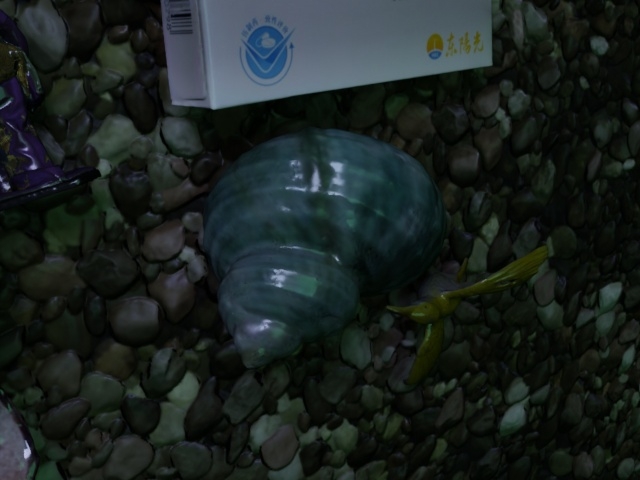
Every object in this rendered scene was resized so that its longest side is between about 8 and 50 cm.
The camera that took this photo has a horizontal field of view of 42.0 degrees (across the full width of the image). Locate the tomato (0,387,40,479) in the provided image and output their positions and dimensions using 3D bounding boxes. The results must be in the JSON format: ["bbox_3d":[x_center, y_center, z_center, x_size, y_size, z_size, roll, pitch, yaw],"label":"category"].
[{"bbox_3d":[-0.321,0.191,0.589,0.199,0.112,0.228,34,63,-19],"label":"tomato"}]

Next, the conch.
[{"bbox_3d":[0.000,0.000,0.740,0.220,0.195,0.277,90,24,-47],"label":"conch"}]

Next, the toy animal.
[{"bbox_3d":[0.109,0.059,0.866,0.155,0.095,0.219,13,124,-36],"label":"toy animal"}]

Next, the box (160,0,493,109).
[{"bbox_3d":[0.021,-0.235,0.724,0.343,0.065,0.200,-16,109,-38],"label":"box"}]

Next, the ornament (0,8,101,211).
[{"bbox_3d":[-0.246,-0.116,0.601,0.081,0.088,0.203,-25,103,-1],"label":"ornament"}]
